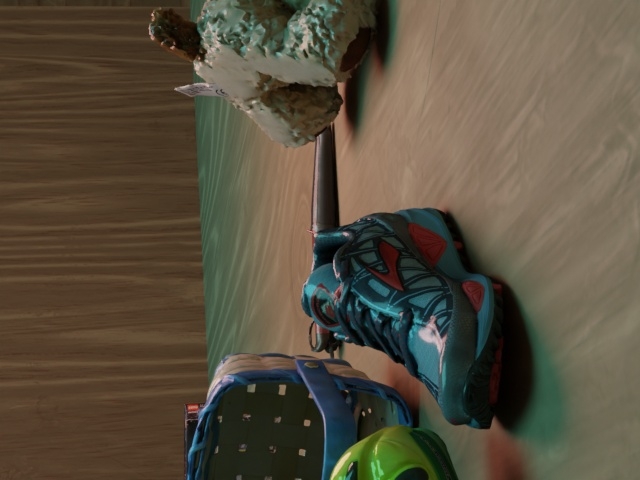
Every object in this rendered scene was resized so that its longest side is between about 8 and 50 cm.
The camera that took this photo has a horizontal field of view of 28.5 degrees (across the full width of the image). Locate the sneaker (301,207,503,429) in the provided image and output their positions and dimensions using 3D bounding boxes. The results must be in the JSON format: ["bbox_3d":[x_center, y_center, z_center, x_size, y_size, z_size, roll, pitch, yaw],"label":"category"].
[{"bbox_3d":[0.050,0.058,0.898,0.262,0.125,0.104,-115,25,-68],"label":"sneaker"}]

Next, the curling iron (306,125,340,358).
[{"bbox_3d":[0.000,0.000,1.454,0.068,0.035,0.273,-178,86,-80],"label":"curling iron"}]

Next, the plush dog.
[{"bbox_3d":[-0.038,-0.254,1.288,0.262,0.211,0.225,118,176,-68],"label":"plush dog"}]

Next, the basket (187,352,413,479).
[{"bbox_3d":[-0.017,0.220,1.081,0.289,0.201,0.254,-107,25,-73],"label":"basket"}]

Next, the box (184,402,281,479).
[{"bbox_3d":[-0.119,0.344,1.843,0.044,0.159,0.233,-110,22,-63],"label":"box"}]

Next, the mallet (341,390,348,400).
[{"bbox_3d":[0.010,0.245,1.449,0.189,0.039,0.062,107,161,-50],"label":"mallet"}]

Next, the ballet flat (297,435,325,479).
[{"bbox_3d":[0.020,0.293,1.306,0.248,0.086,0.086,96,168,-44],"label":"ballet flat"}]

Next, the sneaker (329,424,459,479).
[{"bbox_3d":[0.087,0.266,0.860,0.123,0.109,0.295,-23,-75,-62],"label":"sneaker"}]
